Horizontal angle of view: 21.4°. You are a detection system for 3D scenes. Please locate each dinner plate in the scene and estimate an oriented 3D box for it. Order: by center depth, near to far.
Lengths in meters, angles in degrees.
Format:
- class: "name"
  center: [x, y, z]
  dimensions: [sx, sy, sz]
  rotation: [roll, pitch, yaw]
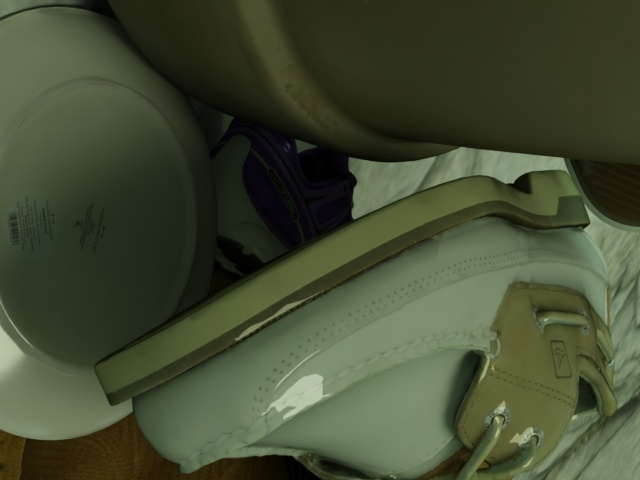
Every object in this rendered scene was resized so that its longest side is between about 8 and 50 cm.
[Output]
- class: "dinner plate"
  center: [-0.077, -0.005, 0.547]
  dimensions: [0.141, 0.017, 0.141]
  rotation: [-2, 93, -50]

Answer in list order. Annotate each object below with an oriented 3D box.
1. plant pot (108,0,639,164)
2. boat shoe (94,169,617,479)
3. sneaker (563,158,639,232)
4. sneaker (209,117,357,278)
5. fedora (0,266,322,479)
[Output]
- class: "plant pot"
  center: [0.128, -0.148, 0.515]
  dimensions: [0.323, 0.280, 0.323]
  rotation: [-33, 135, -41]
- class: "boat shoe"
  center: [0.041, 0.042, 0.595]
  dimensions: [0.113, 0.103, 0.302]
  rotation: [-26, 174, 30]
- class: "sneaker"
  center: [0.172, -0.145, 0.764]
  dimensions: [0.123, 0.106, 0.290]
  rotation: [5, 91, -68]
- class: "sneaker"
  center: [0.000, 0.000, 0.700]
  dimensions: [0.071, 0.068, 0.170]
  rotation: [-63, 154, -12]
- class: "fedora"
  center: [-0.070, 0.098, 0.610]
  dimensions: [0.079, 0.194, 0.194]
  rotation: [-27, -176, 45]
